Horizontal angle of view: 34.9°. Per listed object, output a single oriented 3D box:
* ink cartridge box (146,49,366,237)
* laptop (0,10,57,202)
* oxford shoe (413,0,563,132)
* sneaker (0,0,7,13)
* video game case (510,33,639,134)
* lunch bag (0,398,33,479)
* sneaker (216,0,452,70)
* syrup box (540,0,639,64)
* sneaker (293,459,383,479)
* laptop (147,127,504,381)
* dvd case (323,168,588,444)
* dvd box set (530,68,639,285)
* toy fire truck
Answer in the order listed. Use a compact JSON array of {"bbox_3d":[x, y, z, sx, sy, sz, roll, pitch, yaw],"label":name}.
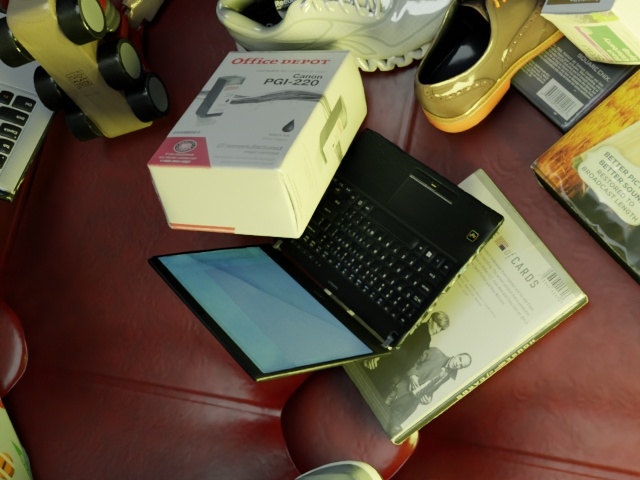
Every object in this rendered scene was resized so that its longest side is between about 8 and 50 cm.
[{"bbox_3d":[-0.061,-0.110,1.083,0.158,0.092,0.218,4,41,23],"label":"ink cartridge box"},{"bbox_3d":[-0.513,-0.203,1.141,0.381,0.236,0.408,18,59,-2],"label":"laptop"},{"bbox_3d":[0.194,-0.237,1.040,0.097,0.098,0.271,34,88,29],"label":"oxford shoe"},{"bbox_3d":[-0.527,-0.357,1.421,0.226,0.086,0.164,-19,69,17],"label":"sneaker"},{"bbox_3d":[0.295,-0.267,1.078,0.274,0.026,0.196,-43,62,4],"label":"video game case"},{"bbox_3d":[-0.449,0.305,1.151,0.243,0.115,0.303,-34,62,11],"label":"lunch bag"},{"bbox_3d":[0.019,-0.254,1.132,0.292,0.118,0.110,-5,69,24],"label":"sneaker"},{"bbox_3d":[0.319,-0.298,0.994,0.096,0.093,0.237,14,76,55],"label":"syrup box"},{"bbox_3d":[-0.086,0.294,0.960,0.295,0.178,0.124,-35,63,8],"label":"sneaker"},{"bbox_3d":[0.000,0.000,1.016,0.264,0.136,0.234,-50,46,0],"label":"laptop"},{"bbox_3d":[0.122,0.064,1.036,0.238,0.029,0.179,-38,62,7],"label":"dvd case"},{"bbox_3d":[0.452,-0.099,0.933,0.420,0.062,0.308,-41,62,6],"label":"dvd box set"},{"bbox_3d":[-0.255,-0.279,1.220,0.158,0.217,0.246,-15,53,18],"label":"toy fire truck"}]
